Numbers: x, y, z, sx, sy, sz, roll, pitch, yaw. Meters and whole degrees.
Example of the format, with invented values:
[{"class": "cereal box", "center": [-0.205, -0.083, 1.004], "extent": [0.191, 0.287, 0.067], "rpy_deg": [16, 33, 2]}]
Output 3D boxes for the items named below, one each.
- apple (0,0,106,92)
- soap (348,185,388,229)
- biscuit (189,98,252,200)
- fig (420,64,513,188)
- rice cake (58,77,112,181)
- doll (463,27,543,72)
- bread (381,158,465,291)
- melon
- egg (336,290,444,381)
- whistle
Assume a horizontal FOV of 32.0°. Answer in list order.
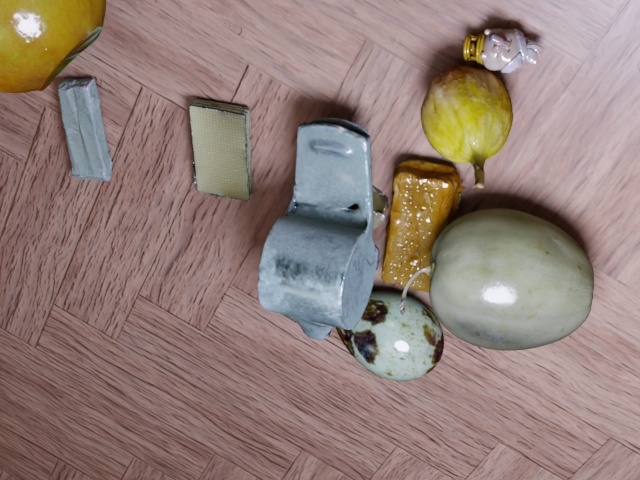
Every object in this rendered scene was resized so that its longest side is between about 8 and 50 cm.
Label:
[{"class": "apple", "center": [-0.556, -0.431, 1.956], "extent": [0.374, 0.374, 0.384], "rpy_deg": [45, 157, -12]}, {"class": "soap", "center": [0.017, -0.031, 2.153], "extent": [0.135, 0.076, 0.233], "rpy_deg": [38, 127, -7]}, {"class": "biscuit", "center": [-0.191, -0.174, 2.156], "extent": [0.121, 0.040, 0.199], "rpy_deg": [10, 128, 11]}, {"class": "fig", "center": [0.246, -0.176, 1.842], "extent": [0.159, 0.257, 0.159], "rpy_deg": [0, 137, 0]}, {"class": "rice cake", "center": [-0.471, -0.220, 2.230], "extent": [0.085, 0.040, 0.226], "rpy_deg": [9, 126, 16]}, {"class": "doll", "center": [0.300, -0.318, 1.838], "extent": [0.127, 0.073, 0.084], "rpy_deg": [6, 164, 20]}, {"class": "bread", "center": [0.191, -0.025, 2.089], "extent": [0.139, 0.077, 0.271], "rpy_deg": [10, 128, 10]}, {"class": "melon", "center": [0.331, 0.072, 1.992], "extent": [0.308, 0.272, 0.272], "rpy_deg": [29, 129, -9]}, {"class": "egg", "center": [0.133, 0.182, 2.200], "extent": [0.231, 0.169, 0.169], "rpy_deg": [26, 130, 20]}, {"class": "whistle", "center": [0.012, -0.015, 2.040], "extent": [0.168, 0.188, 0.405], "rpy_deg": [12, 91, 19]}]
